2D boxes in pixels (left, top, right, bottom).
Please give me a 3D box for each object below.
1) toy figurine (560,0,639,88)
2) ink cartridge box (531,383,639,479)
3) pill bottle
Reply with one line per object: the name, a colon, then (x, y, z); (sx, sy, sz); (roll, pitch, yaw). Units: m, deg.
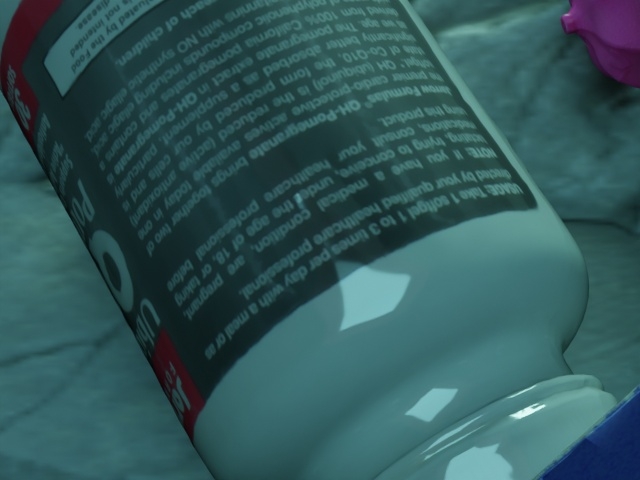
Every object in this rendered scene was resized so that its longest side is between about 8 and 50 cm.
toy figurine: (0.196, -0.119, 0.750); (0.159, 0.130, 0.173); (15, 47, 21)
ink cartridge box: (0.210, 0.185, 0.555); (0.324, 0.071, 0.330); (-40, 100, -10)
pill bottle: (0.000, 0.000, 0.673); (0.176, 0.176, 0.318); (-29, 67, -6)
